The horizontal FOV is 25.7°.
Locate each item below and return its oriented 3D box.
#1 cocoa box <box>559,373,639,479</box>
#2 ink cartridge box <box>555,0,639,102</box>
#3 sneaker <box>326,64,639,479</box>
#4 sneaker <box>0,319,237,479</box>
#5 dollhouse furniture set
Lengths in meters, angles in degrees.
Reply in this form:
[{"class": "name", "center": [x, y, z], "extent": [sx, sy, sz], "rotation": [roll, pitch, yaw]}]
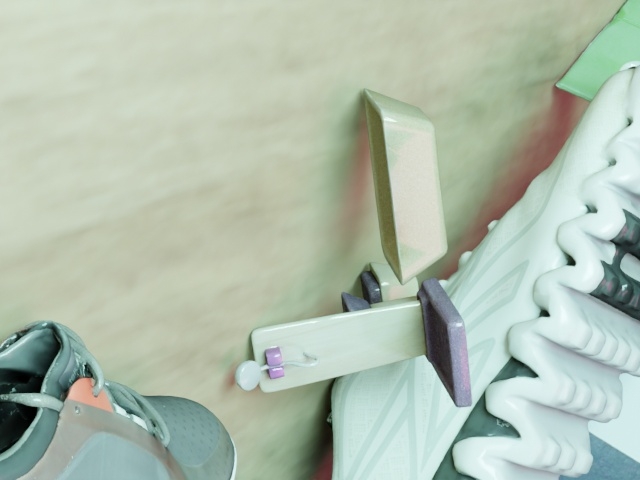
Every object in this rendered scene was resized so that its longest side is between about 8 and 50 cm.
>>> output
[{"class": "cocoa box", "center": [0.195, 0.197, 0.706], "extent": [0.228, 0.347, 0.231], "rotation": [-58, 156, -2]}, {"class": "ink cartridge box", "center": [0.216, -0.101, 0.693], "extent": [0.209, 0.109, 0.062], "rotation": [-47, 153, -25]}, {"class": "sneaker", "center": [0.069, 0.052, 0.590], "extent": [0.110, 0.118, 0.292], "rotation": [34, 81, -53]}, {"class": "sneaker", "center": [-0.067, 0.055, 0.387], "extent": [0.158, 0.061, 0.065], "rotation": [-6, 117, -62]}, {"class": "dollhouse furniture set", "center": [0.000, 0.000, 0.515], "extent": [0.081, 0.091, 0.114], "rotation": [-11, 114, -7]}]
